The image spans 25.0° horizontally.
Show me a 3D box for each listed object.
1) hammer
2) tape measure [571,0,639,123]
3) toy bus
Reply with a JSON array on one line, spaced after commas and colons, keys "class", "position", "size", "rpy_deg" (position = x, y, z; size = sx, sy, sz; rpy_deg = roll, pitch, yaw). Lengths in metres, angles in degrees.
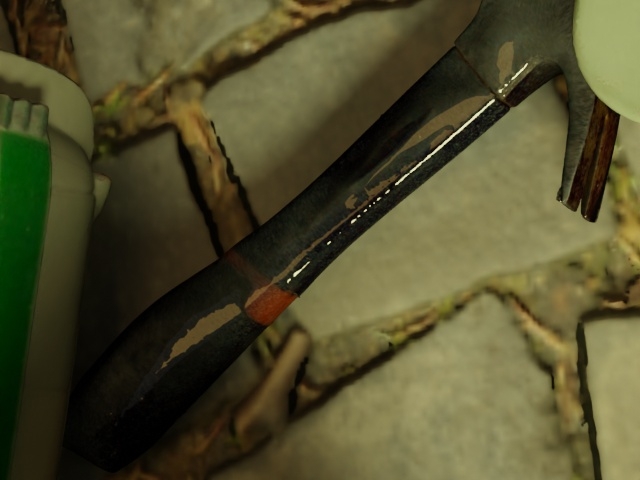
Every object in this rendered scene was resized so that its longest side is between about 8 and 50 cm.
[{"class": "hammer", "position": [0.000, 0.000, 0.590], "size": [0.290, 0.037, 0.137], "rpy_deg": [-44, 60, 15]}, {"class": "tape measure", "position": [0.216, -0.117, 0.467], "size": [0.235, 0.115, 0.207], "rpy_deg": [14, 102, 23]}, {"class": "toy bus", "position": [-0.194, 0.053, 0.599], "size": [0.179, 0.143, 0.305], "rpy_deg": [4, 84, 39]}]
